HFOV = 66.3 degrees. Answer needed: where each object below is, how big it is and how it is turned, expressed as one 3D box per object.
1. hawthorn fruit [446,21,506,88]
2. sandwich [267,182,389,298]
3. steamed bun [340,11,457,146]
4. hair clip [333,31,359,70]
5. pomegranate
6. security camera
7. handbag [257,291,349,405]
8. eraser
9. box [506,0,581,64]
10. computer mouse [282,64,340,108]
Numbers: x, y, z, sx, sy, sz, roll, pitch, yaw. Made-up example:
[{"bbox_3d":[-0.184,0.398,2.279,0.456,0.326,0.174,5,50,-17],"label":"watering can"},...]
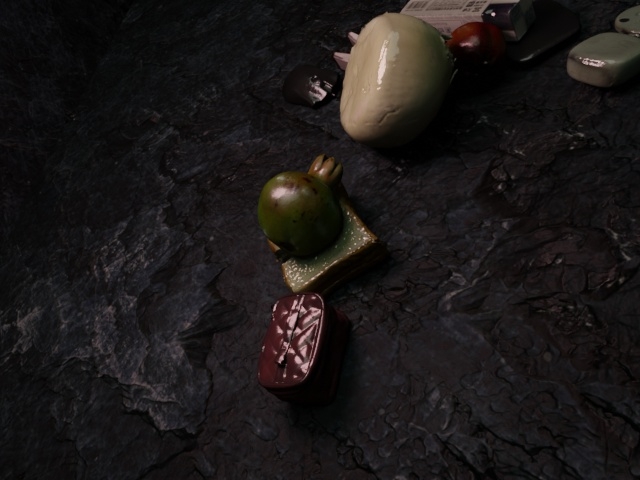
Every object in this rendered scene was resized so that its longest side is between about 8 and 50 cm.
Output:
[{"bbox_3d":[0.402,-0.497,1.294,0.169,0.169,0.188,-17,44,19],"label":"hawthorn fruit"},{"bbox_3d":[-0.001,-0.001,1.202,0.249,0.095,0.273,-35,47,7],"label":"sandwich"},{"bbox_3d":[0.197,-0.391,1.262,0.334,0.233,0.311,-136,55,-72],"label":"steamed bun"},{"bbox_3d":[0.176,-0.543,1.509,0.101,0.085,0.331,-47,53,-5],"label":"hair clip"},{"bbox_3d":[-0.036,-0.090,1.115,0.241,0.159,0.189,-33,49,3],"label":"pomegranate"},{"bbox_3d":[0.719,-0.457,1.135,0.302,0.080,0.157,-35,44,-10],"label":"security camera"},{"bbox_3d":[-0.035,0.224,1.027,0.147,0.135,0.224,-5,56,33],"label":"handbag"},{"bbox_3d":[0.404,-0.640,1.407,0.098,0.096,0.404,-50,41,-9],"label":"eraser"},{"bbox_3d":[0.569,-0.562,1.320,0.201,0.042,0.212,-31,46,7],"label":"box"},{"bbox_3d":[-0.046,-0.522,1.627,0.264,0.088,0.147,28,77,38],"label":"computer mouse"}]
